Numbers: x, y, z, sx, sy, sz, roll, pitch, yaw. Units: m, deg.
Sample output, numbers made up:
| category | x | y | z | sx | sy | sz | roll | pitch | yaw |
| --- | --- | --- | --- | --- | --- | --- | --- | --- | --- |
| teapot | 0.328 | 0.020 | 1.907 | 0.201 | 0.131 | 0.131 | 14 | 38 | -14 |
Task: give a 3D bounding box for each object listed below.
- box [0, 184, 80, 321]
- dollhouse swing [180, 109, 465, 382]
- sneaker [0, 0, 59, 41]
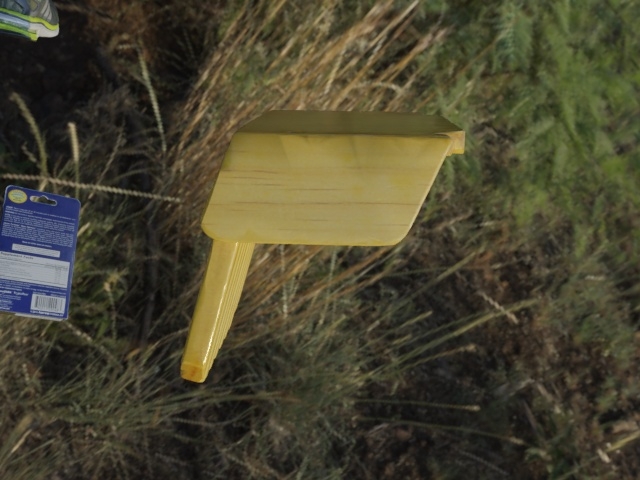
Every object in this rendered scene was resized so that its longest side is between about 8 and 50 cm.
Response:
| category | x | y | z | sx | sy | sz | roll | pitch | yaw |
| --- | --- | --- | --- | --- | --- | --- | --- | --- | --- |
| box | -0.506 | 0.023 | 1.401 | 0.136 | 0.036 | 0.226 | 12 | 70 | -30 |
| dollhouse swing | 0.000 | 0.000 | 0.988 | 0.314 | 0.305 | 0.347 | 2 | 12 | 2 |
| sneaker | -0.503 | -0.417 | 1.358 | 0.111 | 0.121 | 0.300 | 13 | 16 | -17 |
